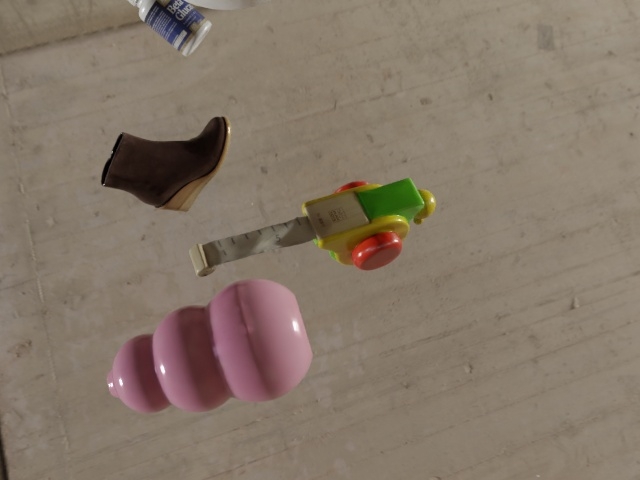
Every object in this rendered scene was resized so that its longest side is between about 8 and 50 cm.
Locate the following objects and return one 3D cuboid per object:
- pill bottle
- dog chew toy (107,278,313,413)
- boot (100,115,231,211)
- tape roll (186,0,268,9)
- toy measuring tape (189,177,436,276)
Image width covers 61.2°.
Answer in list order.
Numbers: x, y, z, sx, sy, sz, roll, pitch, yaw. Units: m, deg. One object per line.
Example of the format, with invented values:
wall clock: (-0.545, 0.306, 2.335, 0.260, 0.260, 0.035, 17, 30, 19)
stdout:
pill bottle: (-0.331, -0.491, 1.175, 0.169, 0.094, 0.094, 38, -107, -17)
dog chew toy: (-0.186, 0.191, 0.905, 0.332, 0.206, 0.206, -17, -107, -4)
boot: (-0.320, -0.184, 1.147, 0.090, 0.207, 0.248, 40, -78, 46)
tape roll: (-0.155, -0.521, 0.873, 0.286, 0.100, 0.286, 0, -107, -2)
toy measuring tape: (0.000, 0.000, 0.715, 0.330, 0.121, 0.121, -18, -108, -12)
